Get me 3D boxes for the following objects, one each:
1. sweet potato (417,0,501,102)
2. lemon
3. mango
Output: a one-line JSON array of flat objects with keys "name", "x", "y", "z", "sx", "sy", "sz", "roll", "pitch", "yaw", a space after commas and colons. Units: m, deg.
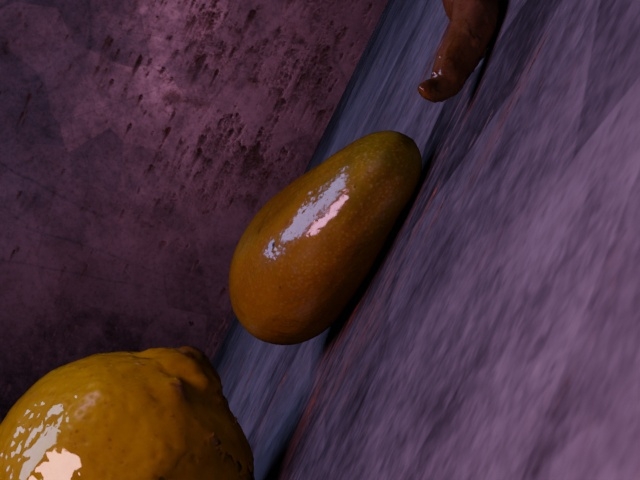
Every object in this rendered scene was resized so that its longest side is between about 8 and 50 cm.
[{"name": "sweet potato", "x": 0.106, "y": -0.162, "z": 1.028, "sx": 0.214, "sy": 0.050, "sz": 0.050, "roll": -75, "pitch": 11, "yaw": -51}, {"name": "lemon", "x": -0.154, "y": 0.194, "z": 1.041, "sx": 0.260, "sy": 0.204, "sz": 0.204, "roll": -60, "pitch": 4, "yaw": 2}, {"name": "mango", "x": 0.000, "y": 0.000, "z": 1.081, "sx": 0.227, "sy": 0.099, "sz": 0.136, "roll": -48, "pitch": 11, "yaw": 43}]
